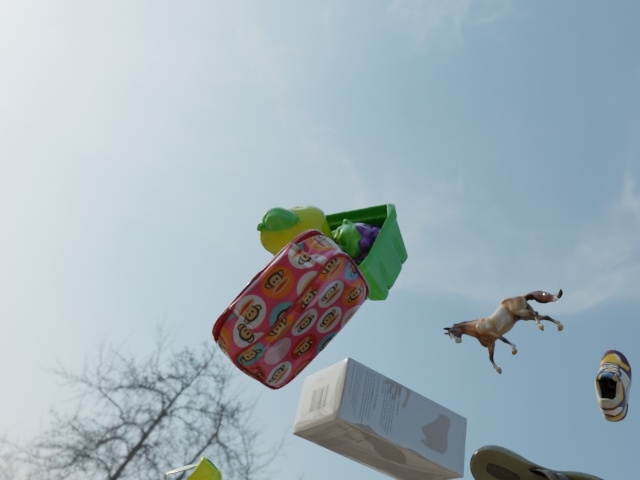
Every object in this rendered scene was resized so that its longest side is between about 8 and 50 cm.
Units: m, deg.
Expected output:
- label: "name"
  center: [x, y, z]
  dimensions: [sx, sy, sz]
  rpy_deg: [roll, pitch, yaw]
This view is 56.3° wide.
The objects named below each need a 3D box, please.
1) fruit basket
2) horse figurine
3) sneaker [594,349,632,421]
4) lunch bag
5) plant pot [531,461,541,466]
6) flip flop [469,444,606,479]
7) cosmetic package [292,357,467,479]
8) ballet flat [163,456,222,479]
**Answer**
- label: "fruit basket"
  center: [0.000, 0.000, 1.596]
  dimensions: [0.392, 0.283, 0.392]
  rpy_deg: [22, -35, 16]
- label: "horse figurine"
  center: [0.440, 0.193, 1.394]
  dimensions: [0.066, 0.263, 0.174]
  rpy_deg: [54, -2, -31]
- label: "sneaker"
  center: [0.653, 0.306, 1.336]
  dimensions: [0.069, 0.185, 0.084]
  rpy_deg: [-12, -53, 32]
- label: "lunch bag"
  center: [-0.039, 0.145, 1.150]
  dimensions: [0.120, 0.293, 0.258]
  rpy_deg: [40, -8, 36]
- label: "plant pot"
  center: [0.516, 0.712, 1.455]
  dimensions: [0.284, 0.284, 0.191]
  rpy_deg: [50, -7, -11]
- label: "flip flop"
  center: [0.399, 0.446, 1.064]
  dimensions: [0.277, 0.112, 0.080]
  rpy_deg: [17, -4, 28]
- label: "cosmetic package"
  center: [0.144, 0.436, 1.401]
  dimensions: [0.365, 0.155, 0.197]
  rpy_deg: [31, -40, -22]
- label: "ballet flat"
  center: [-0.299, 0.497, 1.160]
  dimensions: [0.077, 0.231, 0.077]
  rpy_deg: [58, 0, 7]
